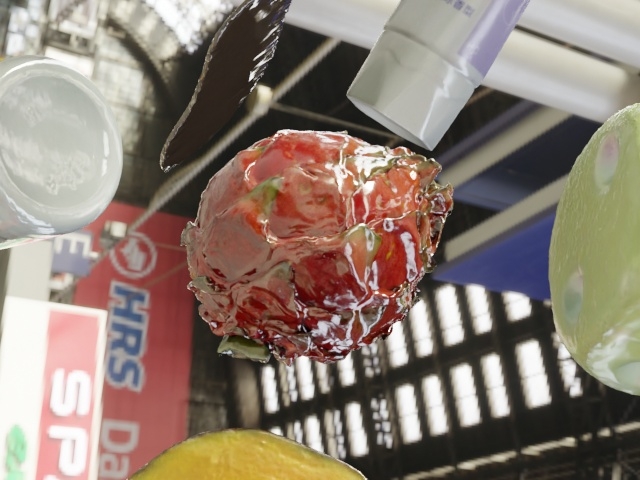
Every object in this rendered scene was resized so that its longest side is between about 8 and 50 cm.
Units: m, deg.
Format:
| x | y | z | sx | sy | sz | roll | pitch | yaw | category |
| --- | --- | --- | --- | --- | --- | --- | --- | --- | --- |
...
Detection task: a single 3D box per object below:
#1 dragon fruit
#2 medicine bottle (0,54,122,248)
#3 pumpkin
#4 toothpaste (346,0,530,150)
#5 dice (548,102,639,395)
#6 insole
| x | y | z | sx | sy | sz | roll | pitch | yaw | category |
| --- | --- | --- | --- | --- | --- | --- | --- | --- | --- |
| 0.000 | 0.000 | 1.069 | 0.244 | 0.298 | 0.244 | 53 | -22 | 33 | dragon fruit |
| -0.161 | -0.034 | 0.484 | 0.130 | 0.080 | 0.080 | -10 | -110 | 42 | medicine bottle |
| -0.047 | 0.260 | 0.932 | 0.169 | 0.312 | 0.148 | 84 | 23 | -71 | pumpkin |
| 0.148 | -0.238 | 0.726 | 0.371 | 0.080 | 0.125 | -57 | -154 | 2 | toothpaste |
| 0.394 | 0.011 | 1.074 | 0.250 | 0.251 | 0.255 | 110 | -14 | -54 | dice |
| -0.070 | -0.120 | 0.775 | 0.111 | 0.007 | 0.328 | -43 | 180 | -20 | insole |
